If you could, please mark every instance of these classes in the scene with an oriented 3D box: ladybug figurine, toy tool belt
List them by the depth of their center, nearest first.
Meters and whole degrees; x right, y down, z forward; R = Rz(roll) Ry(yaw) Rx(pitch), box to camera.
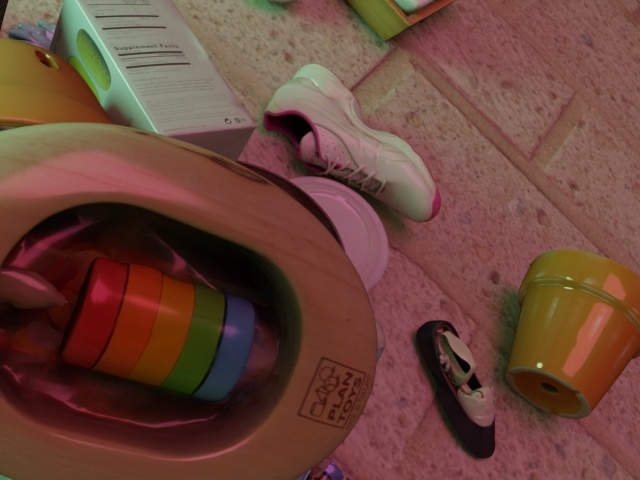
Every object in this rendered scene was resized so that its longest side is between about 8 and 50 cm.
[{"bbox_3d":[-0.151,0.068,0.692,0.449,0.162,0.305,26,85,-26],"label":"ladybug figurine"},{"bbox_3d":[0.000,0.283,0.932,0.051,0.052,0.083,-41,88,-16],"label":"toy tool belt"}]

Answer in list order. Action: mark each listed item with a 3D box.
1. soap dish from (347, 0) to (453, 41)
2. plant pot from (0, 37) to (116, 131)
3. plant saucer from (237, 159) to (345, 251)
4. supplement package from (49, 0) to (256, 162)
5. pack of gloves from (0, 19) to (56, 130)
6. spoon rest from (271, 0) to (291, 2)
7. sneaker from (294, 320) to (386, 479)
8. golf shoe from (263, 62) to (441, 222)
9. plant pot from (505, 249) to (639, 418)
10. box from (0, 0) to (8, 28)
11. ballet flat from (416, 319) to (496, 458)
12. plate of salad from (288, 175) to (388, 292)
[{"bbox_3d":[0.148,-0.507,1.472,0.229,0.118,0.291,48,48,3],"label":"soap dish"},{"bbox_3d":[-0.323,-0.068,0.805,0.290,0.291,0.204,7,43,-30],"label":"plant pot"},{"bbox_3d":[-0.120,0.022,0.972,0.310,0.050,0.311,10,47,-11],"label":"plant saucer"},{"bbox_3d":[-0.212,-0.174,0.954,0.133,0.139,0.244,-14,62,-41],"label":"supplement package"},{"bbox_3d":[-0.313,-0.196,1.028,0.232,0.046,0.195,26,52,-18],"label":"pack of gloves"},{"bbox_3d":[-0.063,-0.508,1.360,0.137,0.084,0.276,30,49,-14],"label":"spoon rest"},{"bbox_3d":[-0.050,0.212,0.903,0.365,0.135,0.150,-23,92,-36],"label":"sneaker"},{"bbox_3d":[0.042,-0.123,1.181,0.306,0.115,0.140,44,57,8],"label":"golf shoe"},{"bbox_3d":[0.370,0.150,1.165,0.205,0.205,0.188,37,64,-7],"label":"plant pot"},{"bbox_3d":[-0.480,-0.275,0.886,0.203,0.168,0.167,27,50,-16],"label":"box"},{"bbox_3d":[0.197,0.199,1.092,0.074,0.074,0.203,-12,69,-37],"label":"ballet flat"},{"bbox_3d":[0.000,0.000,1.106,0.199,0.048,0.200,9,59,-16],"label":"plate of salad"}]
